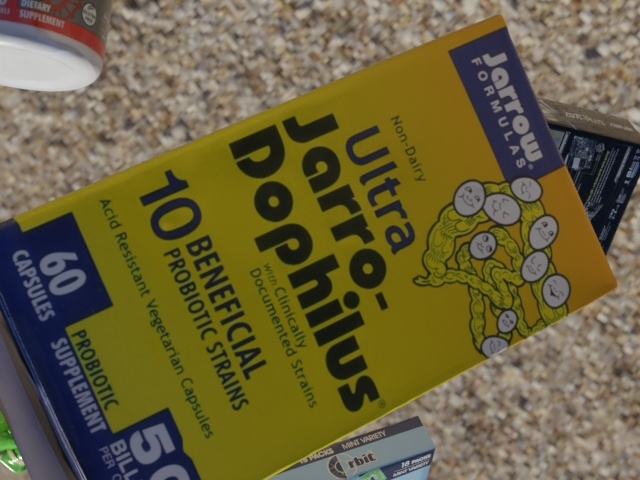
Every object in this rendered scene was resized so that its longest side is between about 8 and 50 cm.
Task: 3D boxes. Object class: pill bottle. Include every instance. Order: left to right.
[{"bbox_3d":[-0.349,-0.384,1.745,0.210,0.362,0.210,6,169,1],"label":"pill bottle"}]

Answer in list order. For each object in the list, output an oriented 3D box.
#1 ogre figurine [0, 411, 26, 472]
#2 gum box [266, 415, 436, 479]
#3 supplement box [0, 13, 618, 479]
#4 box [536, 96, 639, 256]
[{"bbox_3d":[-0.227,0.182,1.294,0.197,0.096,0.118,34,137,-32],"label":"ogre figurine"},{"bbox_3d":[0.015,0.247,1.286,0.184,0.157,0.041,98,150,-47],"label":"gum box"},{"bbox_3d":[-0.032,0.023,0.897,0.194,0.357,0.195,66,158,-4],"label":"supplement box"},{"bbox_3d":[0.230,-0.046,1.450,0.147,0.077,0.180,11,115,-15],"label":"box"}]
